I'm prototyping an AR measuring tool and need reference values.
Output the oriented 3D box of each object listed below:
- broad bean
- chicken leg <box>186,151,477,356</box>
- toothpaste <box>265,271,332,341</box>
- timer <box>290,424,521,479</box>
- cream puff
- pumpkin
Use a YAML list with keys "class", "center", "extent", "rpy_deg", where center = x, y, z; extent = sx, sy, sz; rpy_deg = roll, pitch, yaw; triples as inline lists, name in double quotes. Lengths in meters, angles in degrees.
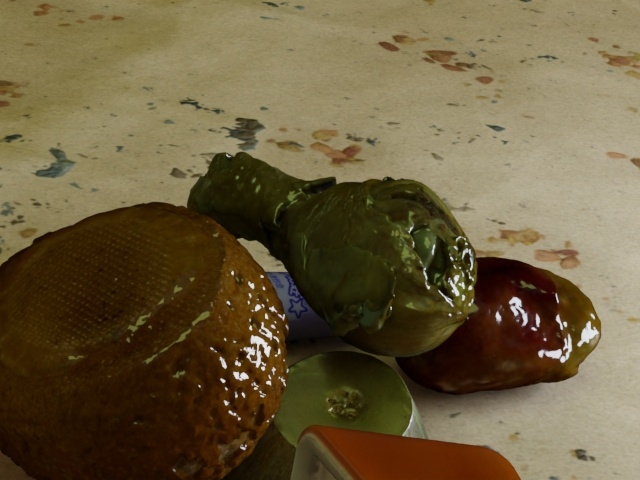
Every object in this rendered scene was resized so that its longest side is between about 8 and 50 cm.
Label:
- class: "broad bean"
  center: [0.180, 0.086, 1.982]
  extent: [0.228, 0.122, 0.156]
  rpy_deg: [-9, 28, -20]
- class: "chicken leg"
  center: [0.000, 0.000, 1.936]
  extent: [0.201, 0.152, 0.429]
  rpy_deg: [-43, 39, -19]
- class: "toothpaste"
  center: [-0.017, 0.070, 2.048]
  extent: [0.371, 0.080, 0.125]
  rpy_deg: [0, 22, -27]
- class: "timer"
  center: [0.068, 0.291, 1.321]
  extent: [0.161, 0.257, 0.250]
  rpy_deg: [3, 26, -16]
- class: "cream puff"
  center: [-0.166, 0.115, 1.744]
  extent: [0.303, 0.212, 0.303]
  rpy_deg: [-12, 36, 9]
- class: "pumpkin"
  center: [0.005, 0.168, 1.812]
  extent: [0.217, 0.110, 0.217]
  rpy_deg: [9, 30, -5]
